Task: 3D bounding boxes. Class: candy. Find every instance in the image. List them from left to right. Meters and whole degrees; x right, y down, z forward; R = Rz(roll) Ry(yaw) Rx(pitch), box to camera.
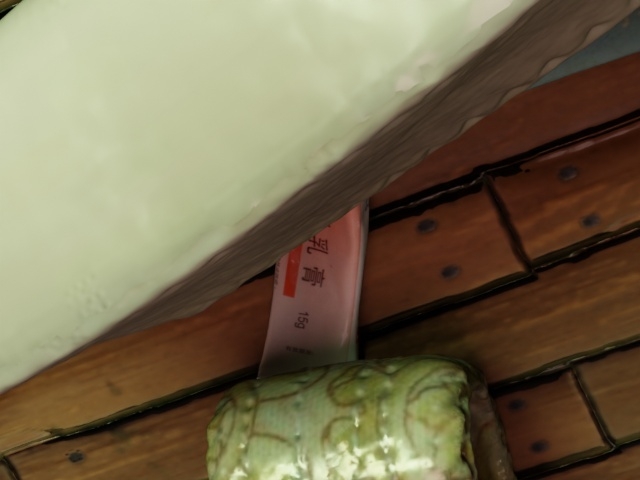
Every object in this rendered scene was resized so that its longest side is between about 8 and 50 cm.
[{"bbox_3d":[-0.032,-0.078,0.823,0.358,0.208,0.145,-35,84,24],"label":"candy"}]

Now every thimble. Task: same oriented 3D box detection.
[{"bbox_3d":[0.031,0.146,1.002,0.143,0.137,0.190,-11,141,13],"label":"thimble"}]

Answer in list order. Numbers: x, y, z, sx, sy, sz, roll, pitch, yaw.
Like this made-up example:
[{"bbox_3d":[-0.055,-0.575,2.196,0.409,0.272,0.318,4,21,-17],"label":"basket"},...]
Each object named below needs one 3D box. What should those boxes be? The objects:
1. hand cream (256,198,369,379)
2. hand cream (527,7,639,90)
[{"bbox_3d":[-0.001,-0.001,0.989,0.052,0.038,0.216,24,127,27],"label":"hand cream"},{"bbox_3d":[0.197,-0.151,0.856,0.312,0.070,0.111,-16,109,20],"label":"hand cream"}]
